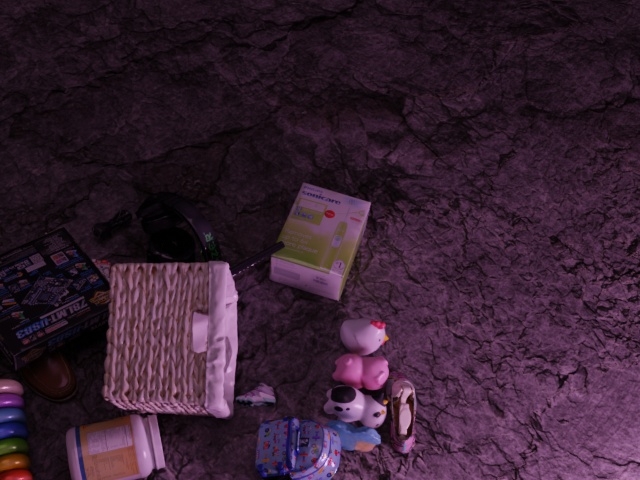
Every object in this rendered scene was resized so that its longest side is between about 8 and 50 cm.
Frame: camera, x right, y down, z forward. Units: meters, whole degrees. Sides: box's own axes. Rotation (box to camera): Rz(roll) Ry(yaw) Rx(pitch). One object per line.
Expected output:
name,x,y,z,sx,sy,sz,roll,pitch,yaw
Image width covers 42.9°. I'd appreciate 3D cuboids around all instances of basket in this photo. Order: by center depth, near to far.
basket,-0.331,0.235,1.867,0.267,0.331,0.328,1,73,-3

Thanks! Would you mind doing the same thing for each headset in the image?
headset,-0.431,-0.010,2.162,0.394,0.243,0.185,22,41,39

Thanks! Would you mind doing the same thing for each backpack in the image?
backpack,-0.046,0.478,1.853,0.173,0.117,0.158,-11,47,24

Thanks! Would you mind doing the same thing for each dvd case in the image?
dvd case,-0.210,0.072,2.118,0.180,0.253,0.022,-29,91,-26

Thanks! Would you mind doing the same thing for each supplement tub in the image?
supplement tub,-0.459,0.472,1.830,0.200,0.144,0.144,-10,54,-14

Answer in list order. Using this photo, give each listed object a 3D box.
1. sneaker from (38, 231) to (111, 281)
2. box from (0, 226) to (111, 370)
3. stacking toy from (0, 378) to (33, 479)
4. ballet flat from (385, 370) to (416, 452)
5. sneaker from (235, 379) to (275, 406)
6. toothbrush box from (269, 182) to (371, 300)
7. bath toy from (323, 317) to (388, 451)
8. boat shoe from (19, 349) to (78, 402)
sneaker,-0.642,0.070,2.162,0.145,0.090,0.270,-20,57,-26
box,-0.682,0.133,1.991,0.296,0.073,0.293,-29,62,-32
stacking toy,-0.699,0.482,1.818,0.141,0.141,0.330,-17,63,-19
ballet flat,0.203,0.407,1.995,0.077,0.079,0.221,5,52,-4
sneaker,-0.161,0.374,2.010,0.098,0.038,0.069,6,50,-14
toothbrush box,0.000,0.000,2.265,0.206,0.122,0.283,18,51,7
bath toy,0.108,0.338,2.010,0.151,0.129,0.348,31,48,-25
boat shoe,-0.702,0.265,1.989,0.111,0.104,0.307,-34,63,-28
